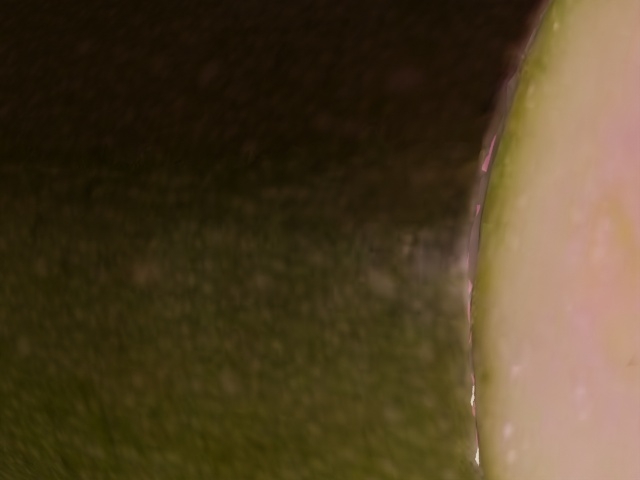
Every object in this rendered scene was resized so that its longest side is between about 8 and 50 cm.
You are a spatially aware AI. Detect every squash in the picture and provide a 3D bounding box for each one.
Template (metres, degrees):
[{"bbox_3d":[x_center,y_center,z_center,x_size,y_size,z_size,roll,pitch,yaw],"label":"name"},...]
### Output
[{"bbox_3d":[0.000,0.000,0.584,0.263,0.384,0.263,-5,98,-42],"label":"squash"}]
